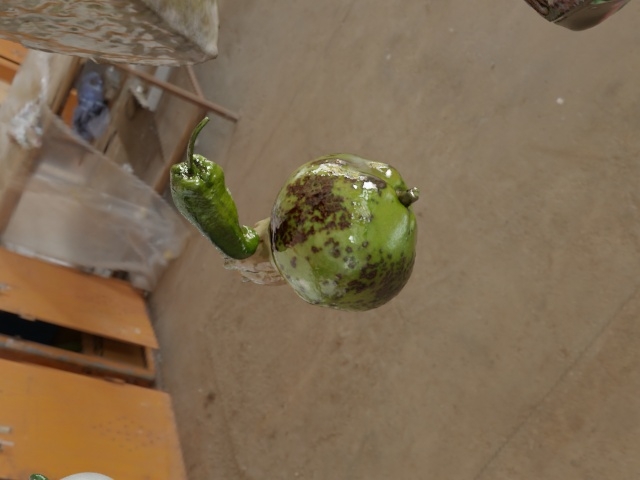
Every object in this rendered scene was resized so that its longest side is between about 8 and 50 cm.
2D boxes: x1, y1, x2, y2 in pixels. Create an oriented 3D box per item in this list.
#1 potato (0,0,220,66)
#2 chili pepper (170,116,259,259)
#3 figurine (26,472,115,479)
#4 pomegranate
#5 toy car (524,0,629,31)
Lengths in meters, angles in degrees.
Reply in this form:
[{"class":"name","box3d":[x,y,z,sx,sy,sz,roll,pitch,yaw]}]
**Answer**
[{"class":"potato","box3d":[-0.209,-0.259,0.636,0.211,0.264,0.189,-1,86,15]},{"class":"chili pepper","box3d":[-0.140,-0.052,0.971,0.072,0.204,0.073,17,57,36]},{"class":"figurine","box3d":[-0.252,0.272,0.753,0.147,0.197,0.093,42,119,40]},{"class":"pomegranate","box3d":[-0.005,-0.017,1.080,0.277,0.222,0.203,10,104,22]},{"class":"toy car","box3d":[0.094,-0.110,0.268,0.055,0.069,0.142,-45,5,-4]}]
